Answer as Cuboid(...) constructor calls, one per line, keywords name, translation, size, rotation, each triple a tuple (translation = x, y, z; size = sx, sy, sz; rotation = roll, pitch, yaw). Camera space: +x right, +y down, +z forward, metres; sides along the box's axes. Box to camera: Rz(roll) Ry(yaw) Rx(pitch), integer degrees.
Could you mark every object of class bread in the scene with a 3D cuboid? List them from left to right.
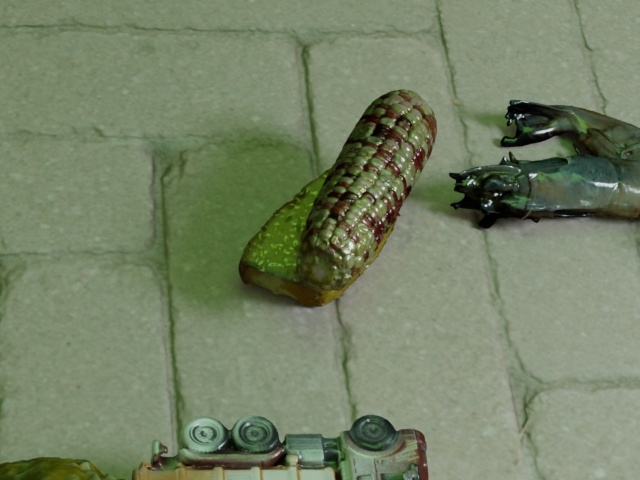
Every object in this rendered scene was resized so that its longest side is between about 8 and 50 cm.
Cuboid(name="bread", translation=(0.000, 0.000, 1.957), size=(0.103, 0.065, 0.187), rotation=(31, 51, 15))

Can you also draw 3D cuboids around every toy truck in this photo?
Cuboid(name="toy truck", translation=(-0.036, 0.234, 1.719), size=(0.270, 0.114, 0.135), rotation=(0, 46, -9))

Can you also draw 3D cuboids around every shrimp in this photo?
Cuboid(name="shrimp", translation=(0.262, -0.094, 2.077), size=(0.289, 0.075, 0.178), rotation=(-5, 43, -12))

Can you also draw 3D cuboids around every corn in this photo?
Cuboid(name="corn", translation=(0.044, -0.051, 1.912), size=(0.086, 0.086, 0.253), rotation=(22, 50, 10))

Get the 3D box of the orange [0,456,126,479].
Cuboid(name="orange", translation=(-0.159, 0.319, 1.529), size=(0.210, 0.271, 0.369), rotation=(-15, 50, -33))
